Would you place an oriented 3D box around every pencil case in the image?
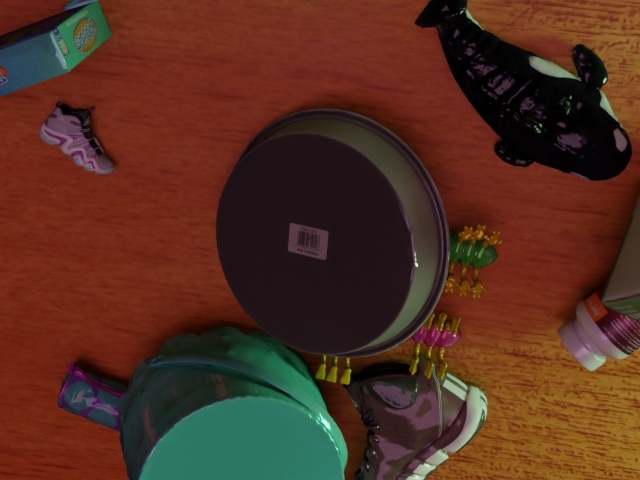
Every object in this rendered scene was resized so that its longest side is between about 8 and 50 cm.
[{"bbox_3d":[-0.265,0.213,1.291,0.152,0.064,0.070,21,130,-5],"label":"pencil case"}]

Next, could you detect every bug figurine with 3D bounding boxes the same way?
[{"bbox_3d":[0.088,0.047,1.178,0.216,0.072,0.279,16,112,-5],"label":"bug figurine"}]

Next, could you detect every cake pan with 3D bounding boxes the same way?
[{"bbox_3d":[0.000,0.000,1.112,0.293,0.054,0.293,8,106,28],"label":"cake pan"}]

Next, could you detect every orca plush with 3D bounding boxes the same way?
[{"bbox_3d":[0.229,-0.158,1.055,0.151,0.102,0.287,-32,107,18],"label":"orca plush"}]

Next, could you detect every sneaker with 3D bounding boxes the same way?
[{"bbox_3d":[-0.274,-0.125,1.154,0.098,0.038,0.069,32,114,-9],"label":"sneaker"},{"bbox_3d":[0.067,0.253,1.267,0.162,0.106,0.281,40,102,-6],"label":"sneaker"}]

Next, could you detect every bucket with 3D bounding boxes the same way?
[{"bbox_3d":[-0.105,0.256,1.191,0.281,0.183,0.281,-4,108,-12],"label":"bucket"}]

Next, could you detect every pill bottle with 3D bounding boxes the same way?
[{"bbox_3d":[0.358,0.084,1.160,0.086,0.086,0.152,43,111,-13],"label":"pill bottle"}]

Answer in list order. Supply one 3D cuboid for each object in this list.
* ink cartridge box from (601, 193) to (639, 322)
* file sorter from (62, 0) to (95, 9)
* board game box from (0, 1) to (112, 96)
[{"bbox_3d":[0.480,0.033,1.054,0.289,0.121,0.211,27,74,-6],"label":"ink cartridge box"},{"bbox_3d":[-0.234,-0.339,1.019,0.118,0.104,0.170,-14,112,11],"label":"file sorter"},{"bbox_3d":[-0.346,-0.190,1.067,0.210,0.160,0.047,-17,112,13],"label":"board game box"}]
